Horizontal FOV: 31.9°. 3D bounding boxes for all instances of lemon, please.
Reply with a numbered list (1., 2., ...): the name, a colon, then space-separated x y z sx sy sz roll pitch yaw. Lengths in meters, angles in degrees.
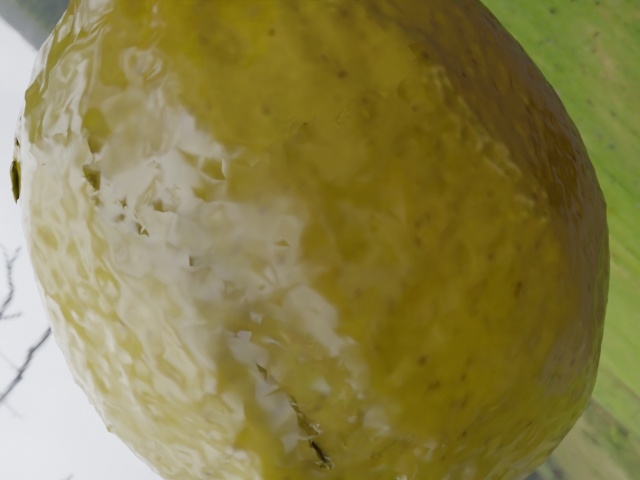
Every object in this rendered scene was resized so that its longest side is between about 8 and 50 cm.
1. lemon: 0.000 0.000 0.411 0.260 0.204 0.204 57 174 -22
